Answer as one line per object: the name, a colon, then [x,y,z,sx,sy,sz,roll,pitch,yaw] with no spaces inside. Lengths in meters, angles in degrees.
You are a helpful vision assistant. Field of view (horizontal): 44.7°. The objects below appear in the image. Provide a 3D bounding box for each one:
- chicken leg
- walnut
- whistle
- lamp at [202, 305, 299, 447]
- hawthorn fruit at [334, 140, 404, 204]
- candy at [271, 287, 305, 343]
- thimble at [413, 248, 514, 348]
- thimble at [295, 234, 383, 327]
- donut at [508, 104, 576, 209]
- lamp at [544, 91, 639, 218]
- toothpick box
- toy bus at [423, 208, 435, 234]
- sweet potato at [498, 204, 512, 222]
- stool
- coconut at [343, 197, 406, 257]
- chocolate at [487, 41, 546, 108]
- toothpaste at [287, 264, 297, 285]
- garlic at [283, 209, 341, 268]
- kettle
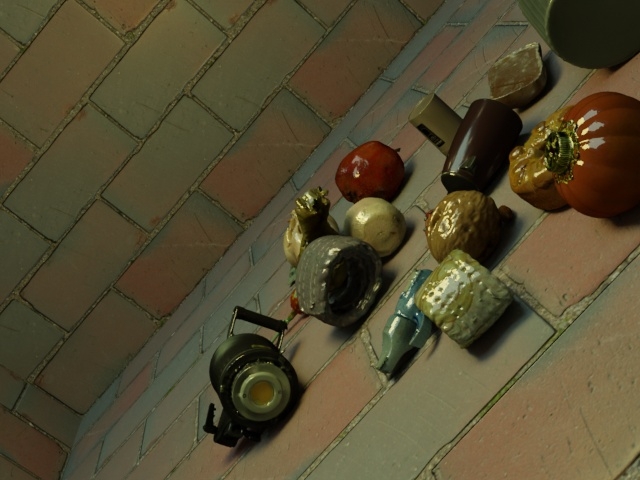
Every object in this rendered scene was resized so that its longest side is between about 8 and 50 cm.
chicken leg: [0.000,0.000,2.176,0.201,0.153,0.429,-53,-28,-27]
walnut: [0.307,-0.018,1.681,0.184,0.155,0.155,-62,17,-8]
whistle: [0.197,0.170,1.683,0.269,0.093,0.180,-61,11,-14]
lamp: [-0.170,0.353,2.030,0.272,0.205,0.374,-28,43,64]
hawthorn fruit: [0.169,-0.221,2.460,0.253,0.205,0.205,-51,15,-22]
candy: [-0.105,0.251,2.378,0.287,0.078,0.084,-53,17,19]
thimble: [0.276,0.115,1.489,0.143,0.137,0.190,-47,30,3]
thimble: [0.046,0.103,2.014,0.236,0.205,0.172,-56,22,-9]
donut: [0.485,-0.166,1.589,0.226,0.114,0.226,-45,17,17]
lamp: [0.499,-0.149,1.366,0.223,0.197,0.223,-176,90,-85]
toothpick box: [0.348,-0.320,2.205,0.111,0.181,0.111,-46,14,15]
toy bus: [0.290,-0.042,1.999,0.043,0.031,0.110,-39,20,28]
sweet potato: [0.406,-0.059,1.716,0.034,0.034,0.095,-45,5,17]
stool: [0.631,-0.578,1.845,0.297,0.297,0.330,-42,23,27]
coconut: [0.149,-0.041,2.155,0.171,0.171,0.183,-49,17,5]
chocolate: [0.543,-0.433,2.112,0.157,0.080,0.254,-25,27,25]
toothpaste: [-0.083,0.079,2.748,0.064,0.041,0.218,-36,24,26]
garlic: [-0.023,-0.018,2.516,0.185,0.203,0.281,-19,25,27]
kettle: [0.383,-0.213,1.954,0.232,0.144,0.202,-58,-2,-17]
